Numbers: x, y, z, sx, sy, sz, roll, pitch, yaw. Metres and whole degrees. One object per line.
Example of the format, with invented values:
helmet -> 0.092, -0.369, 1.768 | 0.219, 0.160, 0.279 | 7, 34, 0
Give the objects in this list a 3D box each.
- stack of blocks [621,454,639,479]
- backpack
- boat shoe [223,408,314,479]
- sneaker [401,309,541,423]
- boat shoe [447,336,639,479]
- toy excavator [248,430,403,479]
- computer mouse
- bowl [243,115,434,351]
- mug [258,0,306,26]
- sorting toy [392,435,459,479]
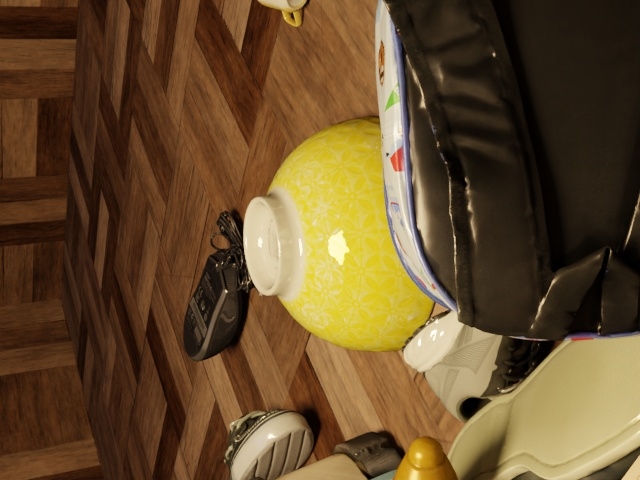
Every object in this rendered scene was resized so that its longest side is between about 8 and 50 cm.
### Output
stack of blocks -> 0.223, 0.217, 0.466 | 0.297, 0.087, 0.171 | -54, 46, 2
backpack -> 0.151, -0.067, 0.573 | 0.213, 0.276, 0.264 | 64, -153, -84
boat shoe -> -0.105, 0.328, 1.368 | 0.119, 0.121, 0.335 | 65, 151, 27
sneaker -> 0.167, 0.079, 0.780 | 0.108, 0.100, 0.271 | 59, 152, 22
boat shoe -> 0.209, 0.165, 0.679 | 0.340, 0.113, 0.127 | 122, 172, -53
toy excavator -> 0.084, 0.387, 0.909 | 0.445, 0.222, 0.433 | 41, 134, 43
computer mouse -> -0.165, 0.103, 1.521 | 0.272, 0.072, 0.188 | -63, 37, 31
bowl -> 0.000, 0.000, 1.032 | 0.289, 0.156, 0.290 | 173, 90, -65
mug -> -0.043, -0.336, 1.181 | 0.062, 0.078, 0.064 | -56, 45, 7
sorting toy -> 0.171, 0.240, 0.608 | 0.365, 0.127, 0.126 | 18, 121, 42
